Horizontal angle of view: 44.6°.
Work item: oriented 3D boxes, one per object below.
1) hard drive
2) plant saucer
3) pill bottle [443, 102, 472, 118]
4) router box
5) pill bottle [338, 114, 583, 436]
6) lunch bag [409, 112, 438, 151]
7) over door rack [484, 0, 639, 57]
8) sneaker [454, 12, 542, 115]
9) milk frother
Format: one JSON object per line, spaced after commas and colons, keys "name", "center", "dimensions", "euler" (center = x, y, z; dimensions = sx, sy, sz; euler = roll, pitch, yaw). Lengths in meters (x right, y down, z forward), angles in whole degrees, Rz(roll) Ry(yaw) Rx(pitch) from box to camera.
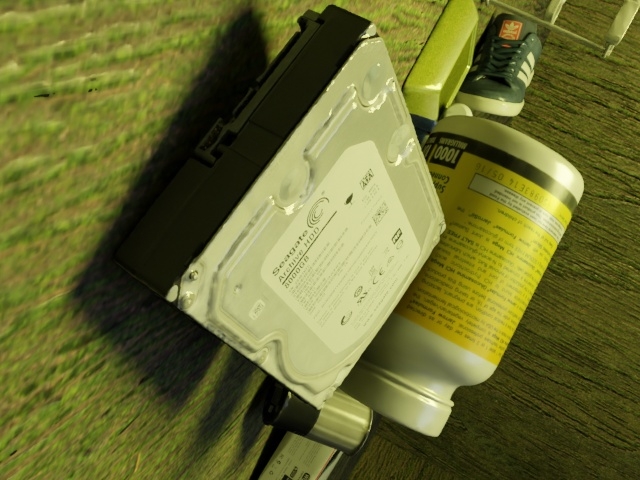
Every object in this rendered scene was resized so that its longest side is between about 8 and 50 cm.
{"name": "hard drive", "center": [0.000, 0.000, 0.656], "dimensions": [0.237, 0.064, 0.339], "euler": [-54, 151, -11]}
{"name": "plant saucer", "center": [0.181, -0.248, 1.151], "dimensions": [0.188, 0.045, 0.188], "euler": [-61, 166, -13]}
{"name": "pill bottle", "center": [0.208, -0.182, 1.176], "dimensions": [0.043, 0.043, 0.083], "euler": [-66, 167, 5]}
{"name": "router box", "center": [-0.008, 0.368, 1.395], "dimensions": [0.336, 0.082, 0.301], "euler": [-60, 168, 9]}
{"name": "pill bottle", "center": [0.146, 0.042, 0.895], "dimensions": [0.334, 0.187, 0.188], "euler": [-63, 167, -3]}
{"name": "lunch bag", "center": [0.147, 0.023, 1.141], "dimensions": [0.328, 0.238, 0.385], "euler": [-64, 151, 0]}
{"name": "over door rack", "center": [0.353, -0.373, 1.160], "dimensions": [0.108, 0.239, 0.324], "euler": [-66, 168, 16]}
{"name": "sneaker", "center": [0.340, -0.340, 1.455], "dimensions": [0.350, 0.131, 0.148], "euler": [-54, 157, -57]}
{"name": "milk frother", "center": [0.004, 0.208, 1.107], "dimensions": [0.143, 0.134, 0.129], "euler": [-63, -162, 6]}
